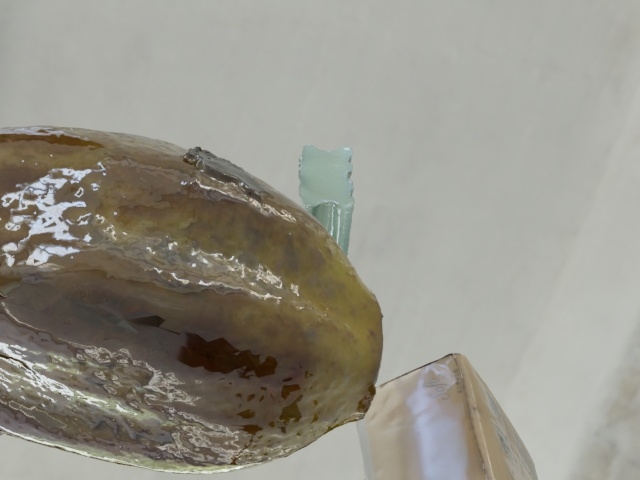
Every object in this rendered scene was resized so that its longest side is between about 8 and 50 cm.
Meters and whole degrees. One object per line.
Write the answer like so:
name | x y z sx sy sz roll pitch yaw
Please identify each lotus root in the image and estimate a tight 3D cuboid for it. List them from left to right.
lotus root | -0.104 0.032 0.939 0.193 0.291 0.193 -165 90 -88

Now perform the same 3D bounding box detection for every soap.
soap | 0.000 0.000 1.838 0.063 0.114 0.198 3 -49 -2

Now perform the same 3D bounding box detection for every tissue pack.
tissue pack | 0.110 0.309 1.568 0.239 0.305 0.238 -4 -52 -5
